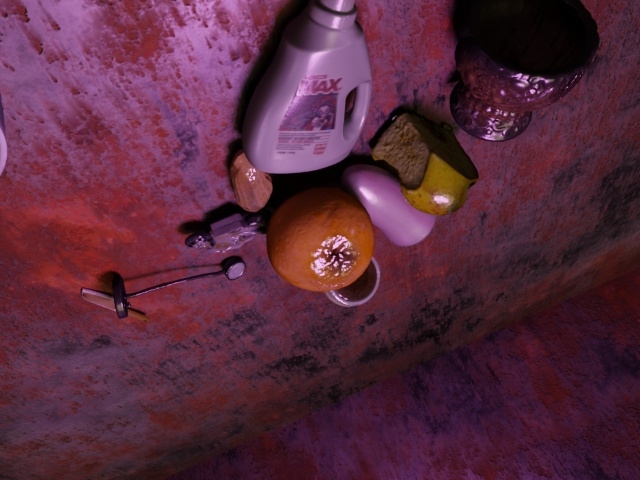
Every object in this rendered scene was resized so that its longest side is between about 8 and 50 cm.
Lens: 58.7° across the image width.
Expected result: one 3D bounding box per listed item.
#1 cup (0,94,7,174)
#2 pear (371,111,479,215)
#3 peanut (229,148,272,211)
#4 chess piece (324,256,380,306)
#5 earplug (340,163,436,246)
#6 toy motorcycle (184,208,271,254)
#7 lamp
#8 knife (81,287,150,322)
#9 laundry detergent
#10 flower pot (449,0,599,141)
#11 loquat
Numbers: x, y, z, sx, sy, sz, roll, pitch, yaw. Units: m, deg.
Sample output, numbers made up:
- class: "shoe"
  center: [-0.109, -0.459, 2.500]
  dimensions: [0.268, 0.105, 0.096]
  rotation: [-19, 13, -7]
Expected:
- class: "cup"
  center: [-0.559, -0.235, 0.681]
  dimensions: [0.259, 0.274, 0.357]
  rotation: [-20, 148, -9]
- class: "pear"
  center: [0.276, -0.166, 1.394]
  dimensions: [0.238, 0.255, 0.164]
  rotation: [5, 137, -47]
- class: "peanut"
  center: [-0.157, -0.136, 1.295]
  dimensions: [0.093, 0.083, 0.194]
  rotation: [-5, 148, -6]
- class: "chess piece"
  center: [0.038, 0.101, 1.675]
  dimensions: [0.176, 0.176, 0.298]
  rotation: [-10, -177, -23]
- class: "earplug"
  center: [0.158, -0.109, 1.497]
  dimensions: [0.172, 0.172, 0.301]
  rotation: [-39, 141, 22]
- class: "toy motorcycle"
  center: [-0.221, -0.018, 1.432]
  dimensions: [0.225, 0.073, 0.152]
  rotation: [-20, 165, 1]
- class: "lamp"
  center: [-0.385, 0.092, 1.528]
  dimensions: [0.371, 0.108, 0.130]
  rotation: [-25, 140, -28]
- class: "knife"
  center: [-0.553, 0.175, 1.552]
  dimensions: [0.046, 0.022, 0.256]
  rotation: [-25, 146, 18]
- class: "laundry detergent"
  center: [0.000, -0.314, 1.104]
  dimensions: [0.264, 0.125, 0.398]
  rotation: [-7, 143, -25]
- class: "flower pot"
  center: [0.398, -0.359, 1.200]
  dimensions: [0.266, 0.266, 0.267]
  rotation: [-19, 160, -10]
- class: "loquat"
  center: [0.000, 0.000, 1.372]
  dimensions: [0.263, 0.263, 0.263]
  rotation: [-18, 149, -11]
